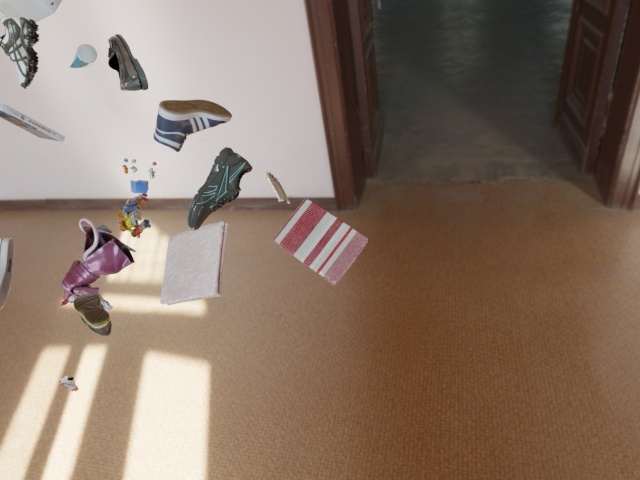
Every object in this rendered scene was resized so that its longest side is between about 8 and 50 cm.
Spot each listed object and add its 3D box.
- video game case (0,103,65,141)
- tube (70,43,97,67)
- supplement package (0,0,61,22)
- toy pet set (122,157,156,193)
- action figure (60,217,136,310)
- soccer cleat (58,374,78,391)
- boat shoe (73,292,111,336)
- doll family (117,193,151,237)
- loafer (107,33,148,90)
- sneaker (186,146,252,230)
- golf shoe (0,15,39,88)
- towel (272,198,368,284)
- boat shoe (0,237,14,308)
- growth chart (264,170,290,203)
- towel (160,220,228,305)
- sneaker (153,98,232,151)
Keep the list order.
[{"bbox_3d":[-0.920,-0.366,1.421,0.201,0.183,0.023,16,80,38],"label":"video game case"},{"bbox_3d":[-0.726,-0.556,1.418,0.080,0.052,0.207,-12,14,-29],"label":"tube"},{"bbox_3d":[-0.926,-0.830,1.434,0.263,0.199,0.198,8,69,39],"label":"supplement package"},{"bbox_3d":[-0.658,-0.230,1.646,0.122,0.114,0.065,6,15,4],"label":"toy pet set"},{"bbox_3d":[-0.972,0.134,1.934,0.248,0.275,0.370,39,83,22],"label":"action figure"},{"bbox_3d":[-0.787,0.451,1.452,0.035,0.083,0.029,-43,50,-16],"label":"soccer cleat"},{"bbox_3d":[-0.723,0.237,1.463,0.080,0.073,0.223,-22,31,-35],"label":"boat shoe"},{"bbox_3d":[-0.987,-0.135,2.389,0.163,0.118,0.263,-28,62,28],"label":"doll family"},{"bbox_3d":[-0.618,-0.553,1.423,0.084,0.096,0.267,-25,59,-23],"label":"loafer"},{"bbox_3d":[-0.300,-0.139,1.348,0.106,0.267,0.101,30,0,-7],"label":"sneaker"},{"bbox_3d":[-0.855,-0.533,1.300,0.094,0.198,0.077,12,31,-19],"label":"golf shoe"},{"bbox_3d":[0.000,0.000,1.896,0.329,0.037,0.237,35,79,15],"label":"towel"},{"bbox_3d":[-1.125,0.115,1.589,0.084,0.095,0.258,1,65,-16],"label":"boat shoe"},{"bbox_3d":[-0.209,-0.258,2.240,0.021,0.172,0.237,-28,0,8],"label":"growth chart"},{"bbox_3d":[-0.520,0.096,1.897,0.332,0.053,0.317,-12,66,31],"label":"towel"},{"bbox_3d":[-0.435,-0.386,1.554,0.099,0.153,0.282,44,34,22],"label":"sneaker"}]
